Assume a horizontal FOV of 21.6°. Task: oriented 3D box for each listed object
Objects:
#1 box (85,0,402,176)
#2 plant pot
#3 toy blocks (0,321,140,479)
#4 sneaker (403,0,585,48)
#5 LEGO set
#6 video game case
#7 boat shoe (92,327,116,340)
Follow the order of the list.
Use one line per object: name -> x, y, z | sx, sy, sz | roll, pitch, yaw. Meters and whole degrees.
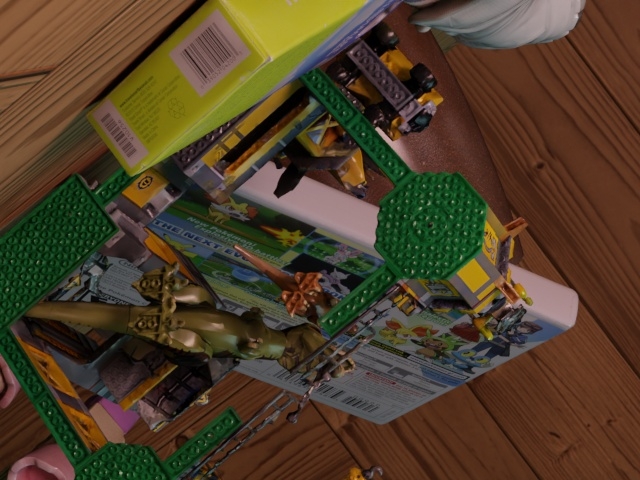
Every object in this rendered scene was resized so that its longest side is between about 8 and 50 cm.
box -> -0.021, -0.100, 0.805 | 0.109, 0.042, 0.178 | -36, -179, 39
plant pot -> 0.057, -0.046, 1.392 | 0.215, 0.230, 0.215 | -37, 180, 0
toy blocks -> -0.296, 0.273, 1.533 | 0.288, 0.309, 0.260 | -38, -174, 30
sneaker -> 0.094, -0.169, 0.985 | 0.129, 0.111, 0.297 | -22, 175, -6
LEGO set -> -0.033, 0.043, 0.983 | 0.331, 0.255, 0.192 | -48, 153, -1
video game case -> -0.016, 0.042, 1.315 | 0.300, 0.329, 0.036 | -37, -144, 56
boat shoe -> -0.048, -0.009, 1.609 | 0.367, 0.136, 0.156 | -34, 167, 21
